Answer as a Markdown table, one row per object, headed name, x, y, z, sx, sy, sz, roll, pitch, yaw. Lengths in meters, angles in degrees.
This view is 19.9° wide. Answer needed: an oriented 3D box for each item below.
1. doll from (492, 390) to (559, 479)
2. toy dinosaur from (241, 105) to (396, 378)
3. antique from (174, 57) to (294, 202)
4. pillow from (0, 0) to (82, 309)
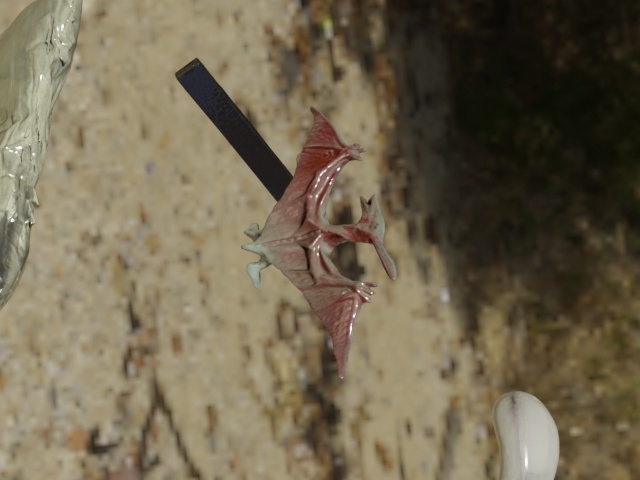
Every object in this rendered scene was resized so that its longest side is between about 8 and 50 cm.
| name | x | y | z | sx | sy | sz | roll | pitch | yaw |
| --- | --- | --- | --- | --- | --- | --- | --- | --- | --- |
| doll | 0.201 | 0.365 | 1.647 | 0.365 | 0.187 | 0.376 | 28 | -72 | 50 |
| toy dinosaur | -0.001 | -0.001 | 1.226 | 0.032 | 0.108 | 0.220 | 51 | 29 | -55 |
| antique | -0.083 | -0.110 | 1.862 | 0.192 | 0.031 | 0.015 | 51 | 5 | -34 |
| pillow | -0.193 | -0.039 | 1.057 | 0.050 | 0.148 | 0.230 | 30 | 51 | -26 |
